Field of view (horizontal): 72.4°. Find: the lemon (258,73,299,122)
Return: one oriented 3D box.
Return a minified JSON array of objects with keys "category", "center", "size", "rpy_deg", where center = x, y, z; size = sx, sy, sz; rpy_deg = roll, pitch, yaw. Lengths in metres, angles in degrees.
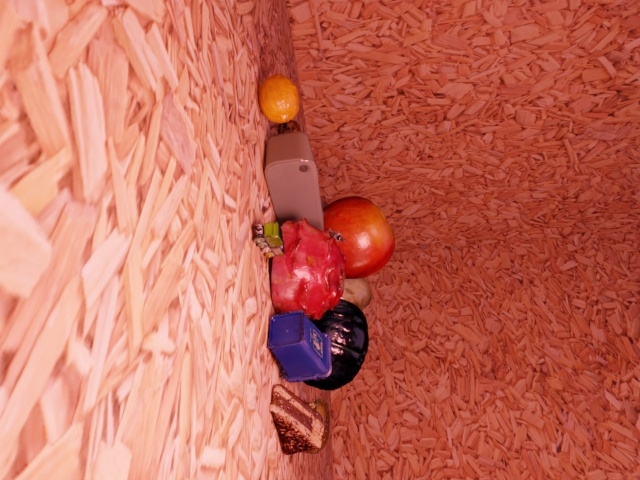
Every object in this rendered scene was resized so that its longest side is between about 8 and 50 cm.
[{"category":"lemon","center":[-0.145,-0.497,1.520],"size":[0.142,0.142,0.187],"rpy_deg":[69,14,-75]}]

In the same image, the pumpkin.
[{"category":"pumpkin","center":[0.039,0.411,1.747],"size":[0.363,0.266,0.363],"rpy_deg":[-161,-90,-84]}]

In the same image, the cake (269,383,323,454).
[{"category":"cake","center":[-0.067,0.544,1.347],"size":[0.112,0.135,0.246],"rpy_deg":[-87,171,-56]}]

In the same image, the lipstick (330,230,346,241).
[{"category":"lipstick","center":[0.070,-0.010,1.629],"size":[0.025,0.025,0.107],"rpy_deg":[60,-13,-24]}]

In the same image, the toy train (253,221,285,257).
[{"category":"toy train","center":[-0.145,0.000,1.301],"size":[0.202,0.081,0.060],"rpy_deg":[74,11,-71]}]

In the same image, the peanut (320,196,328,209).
[{"category":"peanut","center":[-0.056,-0.154,1.971],"size":[0.137,0.253,0.122],"rpy_deg":[-61,-143,20]}]

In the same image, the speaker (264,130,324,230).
[{"category":"speaker","center":[-0.094,-0.202,1.649],"size":[0.406,0.183,0.184],"rpy_deg":[81,0,-51]}]

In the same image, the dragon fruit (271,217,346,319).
[{"category":"dragon fruit","center":[-0.031,0.107,1.556],"size":[0.371,0.249,0.386],"rpy_deg":[72,23,-63]}]

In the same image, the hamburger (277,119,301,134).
[{"category":"hamburger","center":[-0.128,-0.435,1.973],"size":[0.231,0.107,0.230],"rpy_deg":[-8,90,-79]}]

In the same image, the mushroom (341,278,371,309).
[{"category":"mushroom","center":[0.068,0.271,2.038],"size":[0.352,0.352,0.260],"rpy_deg":[25,48,-85]}]

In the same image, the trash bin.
[{"category":"trash bin","center":[-0.077,0.335,1.381],"size":[0.234,0.184,0.162],"rpy_deg":[64,18,-46]}]

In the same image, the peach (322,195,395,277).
[{"category":"peach","center":[0.121,0.000,1.873],"size":[0.388,0.389,0.388],"rpy_deg":[-5,90,-86]}]

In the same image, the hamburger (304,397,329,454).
[{"category":"hamburger","center":[-0.023,0.762,1.780],"size":[0.189,0.122,0.215],"rpy_deg":[83,6,-49]}]
